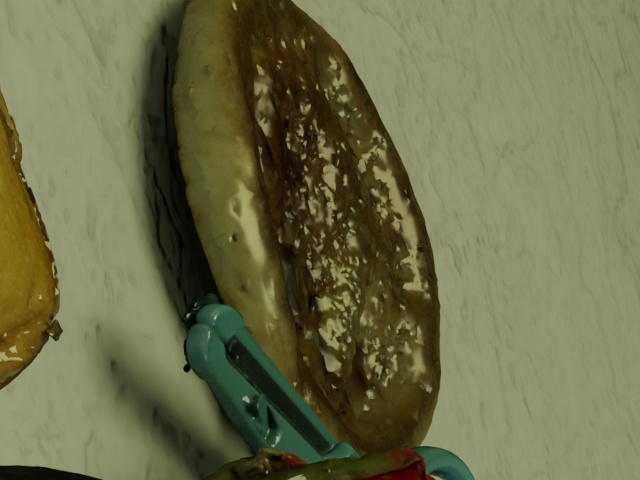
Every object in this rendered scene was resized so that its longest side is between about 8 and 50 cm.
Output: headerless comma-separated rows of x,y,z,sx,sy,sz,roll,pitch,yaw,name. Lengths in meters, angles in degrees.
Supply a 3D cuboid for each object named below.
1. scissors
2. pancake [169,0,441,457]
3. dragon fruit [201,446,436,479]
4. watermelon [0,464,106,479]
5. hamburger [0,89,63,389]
0.016,0.152,1.055,0.393,0.032,0.180,57,47,-45,scissors
-0.002,0.001,1.168,0.356,0.065,0.356,43,40,-53,pancake
0.035,0.238,0.887,0.303,0.237,0.231,58,-22,-2,dragon fruit
-0.092,0.220,0.513,0.359,0.279,0.279,69,22,-1,watermelon
-0.188,-0.015,0.679,0.214,0.108,0.214,46,36,-49,hamburger
